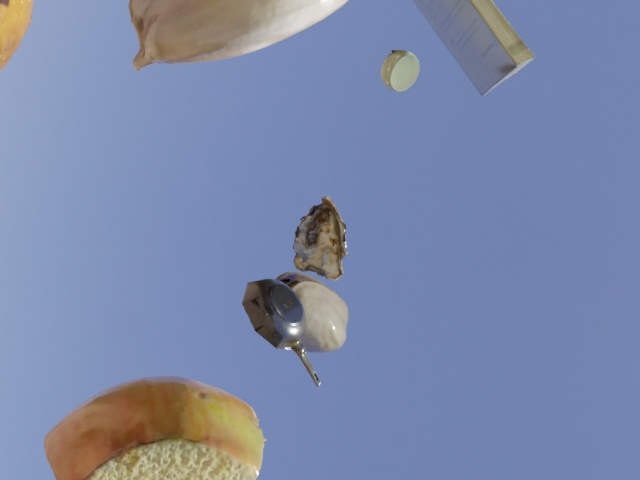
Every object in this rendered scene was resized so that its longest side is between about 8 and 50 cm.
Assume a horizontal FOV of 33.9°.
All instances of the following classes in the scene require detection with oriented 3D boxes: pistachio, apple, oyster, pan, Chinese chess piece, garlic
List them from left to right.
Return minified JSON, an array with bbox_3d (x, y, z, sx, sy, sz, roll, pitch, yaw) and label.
[{"bbox_3d":[-0.250,0.323,1.580,0.309,0.314,0.252,-132,-142,-65],"label":"apple"},{"bbox_3d":[-0.077,-0.243,0.962,0.217,0.228,0.110,17,-45,41],"label":"garlic"},{"bbox_3d":[-0.046,0.143,1.818,0.048,0.202,0.128,-33,-153,31],"label":"pan"},{"bbox_3d":[-0.020,0.143,2.074,0.129,0.206,0.131,23,-109,46],"label":"pistachio"},{"bbox_3d":[0.007,-0.007,1.821,0.051,0.103,0.148,-61,169,-59],"label":"oyster"},{"bbox_3d":[0.158,-0.337,2.085,0.034,0.084,0.084,37,-65,42],"label":"Chinese chess piece"}]

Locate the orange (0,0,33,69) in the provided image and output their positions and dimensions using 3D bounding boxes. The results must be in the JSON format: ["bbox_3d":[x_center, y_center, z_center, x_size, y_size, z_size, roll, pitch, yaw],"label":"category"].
[{"bbox_3d":[-0.529,-0.344,1.312,0.340,0.293,0.341,-8,90,-79],"label":"orange"}]

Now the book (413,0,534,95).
[{"bbox_3d":[0.142,-0.309,1.284,0.025,0.283,0.215,-37,-178,-4],"label":"book"}]
